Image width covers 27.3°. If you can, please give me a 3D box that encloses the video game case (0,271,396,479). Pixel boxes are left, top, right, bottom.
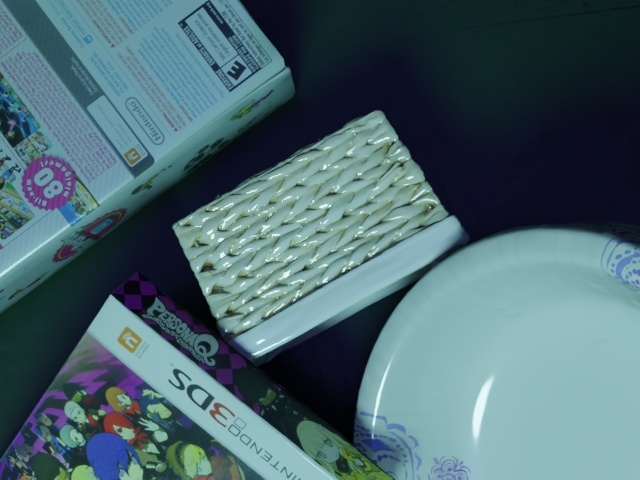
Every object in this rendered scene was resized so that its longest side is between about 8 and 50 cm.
[{"bbox_3d":[-0.094,0.166,0.832,0.210,0.042,0.232,39,121,2],"label":"video game case"}]

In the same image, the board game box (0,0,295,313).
[{"bbox_3d":[-0.203,-0.102,0.871,0.303,0.097,0.224,-36,87,-1],"label":"board game box"}]

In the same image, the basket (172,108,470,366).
[{"bbox_3d":[0.000,0.000,0.854,0.167,0.113,0.103,-28,84,2],"label":"basket"}]

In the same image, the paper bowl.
[{"bbox_3d":[0.171,0.129,0.788,0.284,0.148,0.284,2,94,40],"label":"paper bowl"}]
